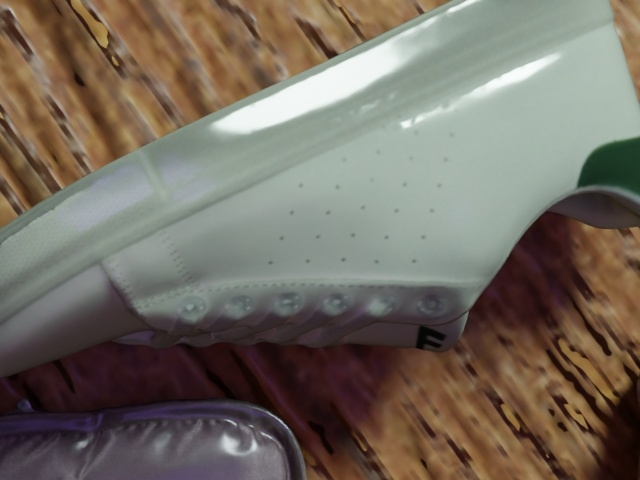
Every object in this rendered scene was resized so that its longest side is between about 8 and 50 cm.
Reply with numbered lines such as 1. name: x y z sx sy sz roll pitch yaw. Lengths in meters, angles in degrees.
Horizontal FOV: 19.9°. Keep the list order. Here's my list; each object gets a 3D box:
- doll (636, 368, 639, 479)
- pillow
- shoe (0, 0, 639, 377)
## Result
1. doll: 0.203 0.093 0.641 0.192 0.095 0.149 0 87 -9
2. pillow: -0.065 0.168 0.609 0.131 0.038 0.232 -2 90 -5
3. shoe: 0.000 0.000 0.599 0.265 0.095 0.110 -29 96 -13
